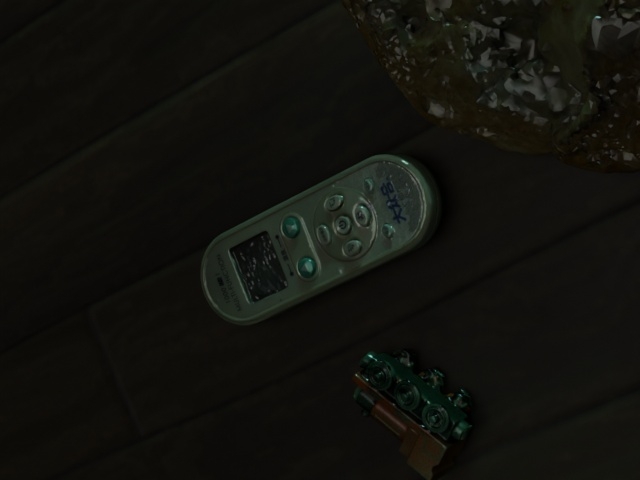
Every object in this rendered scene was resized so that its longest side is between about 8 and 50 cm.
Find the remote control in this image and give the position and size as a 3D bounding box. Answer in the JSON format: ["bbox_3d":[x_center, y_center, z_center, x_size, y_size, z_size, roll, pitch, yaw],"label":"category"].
[{"bbox_3d":[0.000,0.000,1.419,0.221,0.042,0.078,-27,82,32],"label":"remote control"}]

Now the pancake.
[{"bbox_3d":[0.167,-0.235,1.252,0.387,0.082,0.386,11,113,27],"label":"pancake"}]

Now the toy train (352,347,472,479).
[{"bbox_3d":[0.067,0.127,1.393,0.103,0.044,0.064,38,123,22],"label":"toy train"}]
